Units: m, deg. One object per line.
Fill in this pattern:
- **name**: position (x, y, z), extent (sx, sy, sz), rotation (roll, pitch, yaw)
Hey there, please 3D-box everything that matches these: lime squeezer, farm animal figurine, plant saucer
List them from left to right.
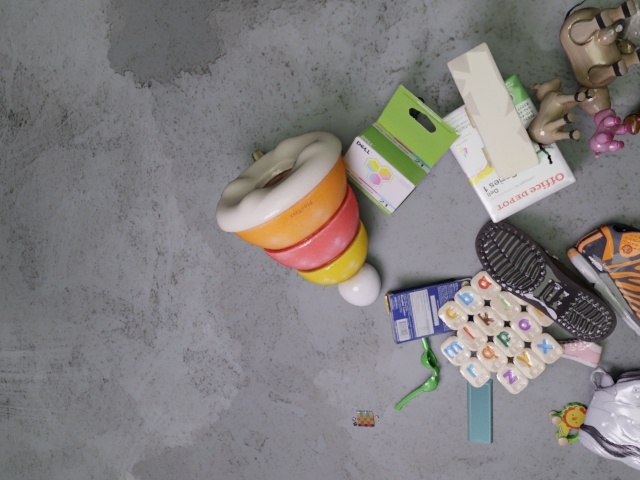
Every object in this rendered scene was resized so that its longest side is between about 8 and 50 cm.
- **lime squeezer**: position (0.280, 0.347, 1.378), extent (0.110, 0.059, 0.310), rotation (20, 112, 44)
- **plant saucer**: position (0.438, 0.470, 1.364), extent (0.067, 0.018, 0.191), rotation (0, 101, 18)
- **farm animal figurine**: position (0.570, -0.339, 1.048), extent (0.331, 0.172, 0.326), rotation (-11, 96, -16)

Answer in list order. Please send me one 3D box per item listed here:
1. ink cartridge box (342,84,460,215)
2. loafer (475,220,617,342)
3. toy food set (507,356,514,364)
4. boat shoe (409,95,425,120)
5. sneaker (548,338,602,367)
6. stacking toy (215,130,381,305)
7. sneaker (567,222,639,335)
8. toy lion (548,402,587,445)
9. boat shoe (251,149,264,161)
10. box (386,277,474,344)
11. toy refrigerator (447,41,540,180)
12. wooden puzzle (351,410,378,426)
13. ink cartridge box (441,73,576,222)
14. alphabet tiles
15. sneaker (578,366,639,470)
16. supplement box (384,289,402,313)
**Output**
- **ink cartridge box**: position (0.177, -0.210, 1.193), extent (0.189, 0.097, 0.255), rotation (42, 144, 5)
- **loafer**: position (0.529, 0.095, 1.198), extent (0.366, 0.130, 0.133), rotation (48, 112, 21)
- **toy food set**: position (0.493, 0.310, 1.309), extent (0.083, 0.020, 0.083), rotation (28, 108, 10)
- **boat shoe**: position (0.215, -0.300, 1.254), extent (0.049, 0.040, 0.142), rotation (33, 109, 8)
- **sneaker**: position (0.632, 0.261, 1.240), extent (0.134, 0.051, 0.070), rotation (18, 104, 11)
- **stacking toy**: position (0.000, 0.000, 1.263), extent (0.351, 0.350, 0.479), rotation (-25, 118, 21)
- **sneaker**: position (0.740, 0.095, 1.128), extent (0.180, 0.124, 0.321), rotation (-43, 87, 22)
- **toy lion**: position (0.653, 0.474, 1.291), extent (0.096, 0.034, 0.100), rotation (-18, 96, 13)
- **boat shoe**: position (-0.107, -0.185, 1.376), extent (0.072, 0.068, 0.190), rotation (-41, 98, 9)
- **box**: position (0.293, 0.182, 1.307), extent (0.225, 0.036, 0.136), rotation (-11, 99, -5)
- **toy refrigerator**: position (0.363, -0.266, 1.057), extent (0.094, 0.102, 0.269), rotation (-25, 92, 21)
- **wooden puzzle**: position (0.133, 0.531, 1.479), extent (0.083, 0.006, 0.049), rotation (-5, 100, 19)
- **ink cartridge box**: position (0.430, -0.210, 1.164), extent (0.201, 0.117, 0.278), rotation (-30, 91, 21)
- **alphabet tiles**: position (0.450, 0.229, 1.256), extent (0.284, 0.021, 0.278), rotation (-44, 78, 5)
- **sneaker**: position (0.794, 0.422, 1.130), extent (0.366, 0.137, 0.210), rotation (7, 96, 41)
- **supplement box**: position (0.222, 0.165, 1.351), extent (0.083, 0.043, 0.054), rotation (-8, 99, 19)
